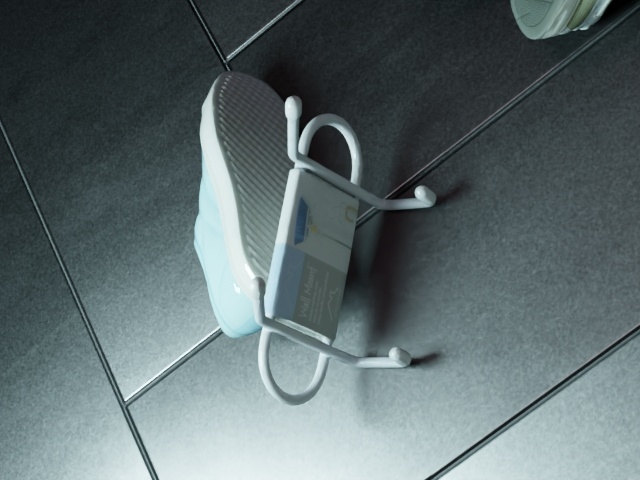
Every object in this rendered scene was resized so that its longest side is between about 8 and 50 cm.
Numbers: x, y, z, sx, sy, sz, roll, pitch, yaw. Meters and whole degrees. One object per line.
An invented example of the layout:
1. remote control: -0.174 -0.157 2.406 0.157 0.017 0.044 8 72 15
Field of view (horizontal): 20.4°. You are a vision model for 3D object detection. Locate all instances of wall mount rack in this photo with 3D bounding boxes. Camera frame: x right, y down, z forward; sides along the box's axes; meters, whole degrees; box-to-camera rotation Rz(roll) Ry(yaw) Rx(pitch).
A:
1. wall mount rack: 0.000 0.000 1.975 0.130 0.304 0.350 -4 69 40

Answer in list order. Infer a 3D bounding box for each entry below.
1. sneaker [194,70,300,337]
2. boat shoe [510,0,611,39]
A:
1. sneaker: -0.109 -0.045 2.176 0.150 0.135 0.366 -45 37 38
2. boat shoe: 0.318 -0.341 1.943 0.118 0.103 0.320 66 147 29
